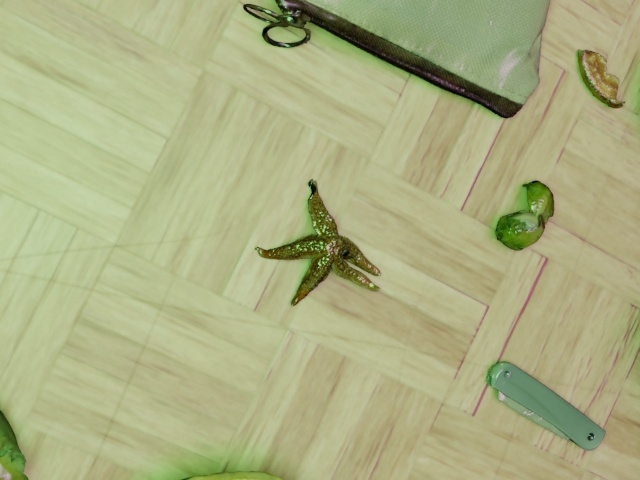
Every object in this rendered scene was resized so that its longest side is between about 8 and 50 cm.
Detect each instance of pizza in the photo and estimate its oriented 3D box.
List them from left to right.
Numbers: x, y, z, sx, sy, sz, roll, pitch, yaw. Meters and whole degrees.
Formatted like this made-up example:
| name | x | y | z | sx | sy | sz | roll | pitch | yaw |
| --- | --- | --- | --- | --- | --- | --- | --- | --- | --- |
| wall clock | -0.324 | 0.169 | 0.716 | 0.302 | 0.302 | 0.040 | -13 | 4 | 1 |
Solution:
| name | x | y | z | sx | sy | sz | roll | pitch | yaw |
| --- | --- | --- | --- | --- | --- | --- | --- | --- | --- |
| pizza | 0.319 | -0.185 | 1.032 | 0.037 | 0.016 | 0.083 | -38 | 98 | -9 |

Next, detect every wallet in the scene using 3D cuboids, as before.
| name | x | y | z | sx | sy | sz | roll | pitch | yaw |
| --- | --- | --- | --- | --- | --- | --- | --- | --- | --- |
| wallet | 0.112 | -0.291 | 0.952 | 0.335 | 0.068 | 0.275 | 19 | 92 | -21 |

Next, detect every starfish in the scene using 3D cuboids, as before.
| name | x | y | z | sx | sy | sz | roll | pitch | yaw |
| --- | --- | --- | --- | --- | --- | --- | --- | --- | --- |
| starfish | 0.000 | 0.000 | 0.945 | 0.133 | 0.041 | 0.130 | -8 | 93 | -14 |

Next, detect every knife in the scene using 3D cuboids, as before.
| name | x | y | z | sx | sy | sz | roll | pitch | yaw |
| --- | --- | --- | --- | --- | --- | --- | --- | --- | --- |
| knife | 0.255 | 0.191 | 1.030 | 0.162 | 0.023 | 0.044 | 35 | 82 | -13 |

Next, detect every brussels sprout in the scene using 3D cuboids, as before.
| name | x | y | z | sx | sy | sz | roll | pitch | yaw |
| --- | --- | --- | --- | --- | --- | --- | --- | --- | --- |
| brussels sprout | 0.230 | -0.028 | 1.000 | 0.051 | 0.046 | 0.083 | 31 | 83 | 27 |

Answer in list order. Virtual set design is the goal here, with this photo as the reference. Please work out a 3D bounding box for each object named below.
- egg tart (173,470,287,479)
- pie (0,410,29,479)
| name | x | y | z | sx | sy | sz | roll | pitch | yaw |
| --- | --- | --- | --- | --- | --- | --- | --- | --- | --- |
| egg tart | -0.100 | 0.355 | 0.915 | 0.279 | 0.095 | 0.279 | -1 | 95 | -9 |
| pie | -0.440 | 0.279 | 0.829 | 0.296 | 0.078 | 0.371 | 21 | 88 | -13 |
